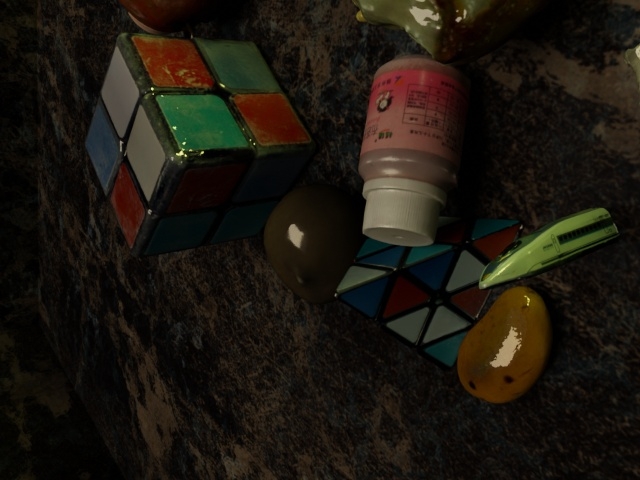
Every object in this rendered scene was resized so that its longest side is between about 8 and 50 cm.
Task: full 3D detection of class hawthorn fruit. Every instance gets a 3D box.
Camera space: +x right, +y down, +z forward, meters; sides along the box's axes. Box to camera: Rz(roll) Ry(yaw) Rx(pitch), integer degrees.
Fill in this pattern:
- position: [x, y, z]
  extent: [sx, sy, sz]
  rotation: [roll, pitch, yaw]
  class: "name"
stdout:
- position: [-0.301, -0.583, 1.279]
  extent: [0.315, 0.315, 0.316]
  rotation: [14, 108, 50]
  class: "hawthorn fruit"

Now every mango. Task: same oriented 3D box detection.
- position: [0.258, 0.151, 0.867]
  extent: [0.178, 0.090, 0.115]
  rotation: [-58, 45, 30]
  class: "mango"

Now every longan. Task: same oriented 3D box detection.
- position: [0.000, 0.000, 1.069]
  extent: [0.196, 0.196, 0.220]
  rotation: [41, 169, 40]
  class: "longan"

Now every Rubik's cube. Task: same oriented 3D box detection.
- position: [-0.250, -0.189, 1.259]
  extent: [0.313, 0.318, 0.316]
  rotation: [61, 139, 21]
  class: "Rubik's cube"
- position: [0.095, 0.037, 0.931]
  extent: [0.250, 0.234, 0.284]
  rotation: [49, 133, 35]
  class: "Rubik's cube"

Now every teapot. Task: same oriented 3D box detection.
- position: [0.369, -0.183, 0.683]
  extent: [0.067, 0.057, 0.083]
  rotation: [-41, 60, 52]
  class: "teapot"

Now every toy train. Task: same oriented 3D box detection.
- position: [0.252, 0.006, 0.706]
  extent: [0.055, 0.251, 0.048]
  rotation: [-20, 86, 50]
  class: "toy train"

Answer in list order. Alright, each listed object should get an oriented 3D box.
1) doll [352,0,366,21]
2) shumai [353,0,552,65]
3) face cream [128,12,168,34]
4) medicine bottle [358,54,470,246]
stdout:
- position: [0.077, -0.491, 0.968]
  extent: [0.117, 0.086, 0.291]
  rotation: [-84, 1, -68]
  class: "doll"
- position: [0.137, -0.376, 0.717]
  extent: [0.323, 0.397, 0.324]
  rotation: [56, 142, 3]
  class: "shumai"
- position: [-0.370, -0.570, 1.465]
  extent: [0.104, 0.149, 0.149]
  rotation: [-13, 87, 53]
  class: "face cream"
- position: [0.127, -0.122, 0.876]
  extent: [0.147, 0.147, 0.247]
  rotation: [-5, 70, 52]
  class: "medicine bottle"
